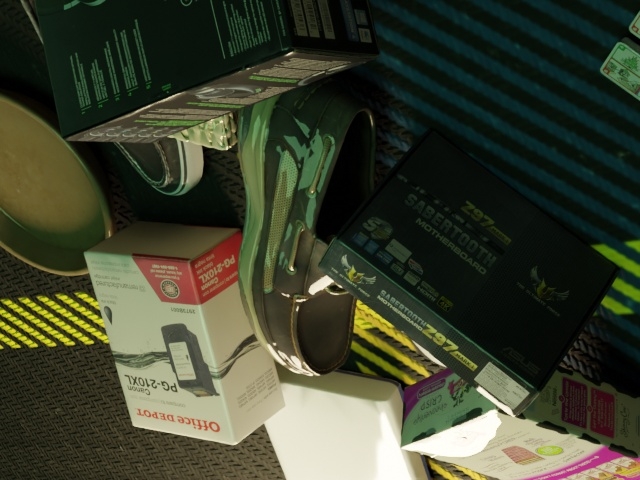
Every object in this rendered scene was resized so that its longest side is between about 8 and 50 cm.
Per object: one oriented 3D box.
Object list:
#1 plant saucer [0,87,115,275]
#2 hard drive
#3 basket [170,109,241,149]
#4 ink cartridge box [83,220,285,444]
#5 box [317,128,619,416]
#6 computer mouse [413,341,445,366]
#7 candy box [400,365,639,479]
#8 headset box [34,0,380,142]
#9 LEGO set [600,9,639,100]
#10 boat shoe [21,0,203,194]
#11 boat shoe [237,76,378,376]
[{"bbox_3d":[-0.357,-0.077,1.834,0.278,0.041,0.278,22,138,21],"label":"plant saucer"},{"bbox_3d":[0.043,0.287,1.847,0.210,0.040,0.319,8,131,35],"label":"hard drive"},{"bbox_3d":[-0.118,-0.185,1.482,0.113,0.103,0.167,15,134,27],"label":"basket"},{"bbox_3d":[-0.157,0.107,1.759,0.172,0.100,0.237,4,117,38],"label":"ink cartridge box"},{"bbox_3d":[0.141,0.026,1.405,0.232,0.183,0.059,38,141,5],"label":"box"},{"bbox_3d":[0.104,0.073,1.593,0.193,0.042,0.106,47,140,-7],"label":"computer mouse"},{"bbox_3d":[0.219,0.187,1.502,0.233,0.071,0.159,20,149,-27],"label":"candy box"},{"bbox_3d":[-0.120,-0.232,1.297,0.283,0.131,0.246,-17,82,35],"label":"headset box"},{"bbox_3d":[0.364,-0.126,1.208,0.244,0.060,0.182,37,153,7],"label":"LEGO set"},{"bbox_3d":[-0.225,-0.161,1.594,0.108,0.102,0.301,2,127,38],"label":"boat shoe"},{"bbox_3d":[0.000,0.000,1.508,0.130,0.132,0.355,23,134,35],"label":"boat shoe"}]
